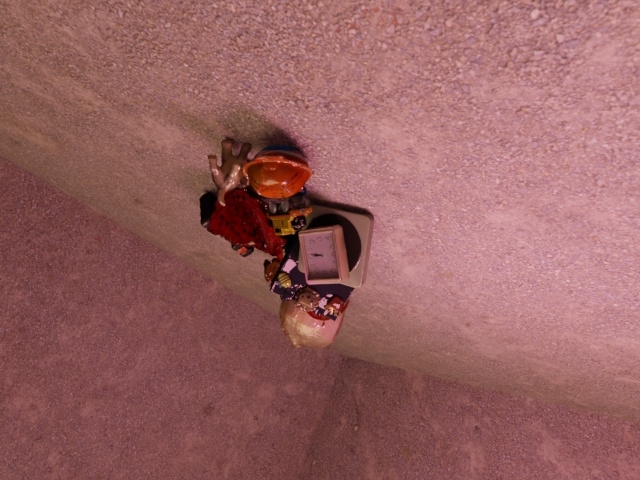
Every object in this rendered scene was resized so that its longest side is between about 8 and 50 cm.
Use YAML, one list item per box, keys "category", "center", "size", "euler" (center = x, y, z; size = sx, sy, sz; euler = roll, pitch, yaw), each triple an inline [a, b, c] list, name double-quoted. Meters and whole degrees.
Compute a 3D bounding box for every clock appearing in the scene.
- category: "clock"
  center: [0.010, 0.049, 1.424]
  size: [0.146, 0.192, 0.071]
  euler: [-5, -173, 29]

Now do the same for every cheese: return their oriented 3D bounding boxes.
- category: "cheese"
  center: [-0.121, -0.192, 1.288]
  size: [0.216, 0.130, 0.329]
  euler: [0, 168, 9]

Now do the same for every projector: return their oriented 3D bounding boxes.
- category: "projector"
  center: [0.053, 0.012, 1.482]
  size: [0.257, 0.259, 0.079]
  euler: [14, -162, 25]

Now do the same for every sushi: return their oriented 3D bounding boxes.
- category: "sushi"
  center: [-0.170, 0.135, 2.108]
  size: [0.296, 0.179, 0.167]
  euler: [-27, 103, 45]

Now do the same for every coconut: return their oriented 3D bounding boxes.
- category: "coconut"
  center: [-0.062, 0.450, 2.419]
  size: [0.404, 0.405, 0.405]
  euler: [21, 158, 9]

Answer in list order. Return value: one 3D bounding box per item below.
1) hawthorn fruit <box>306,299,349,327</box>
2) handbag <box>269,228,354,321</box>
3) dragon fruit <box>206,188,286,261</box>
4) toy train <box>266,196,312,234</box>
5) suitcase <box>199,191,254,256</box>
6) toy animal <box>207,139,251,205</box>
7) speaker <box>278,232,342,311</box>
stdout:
- category: "hawthorn fruit"
  center: [0.023, 0.325, 2.139]
  size: [0.241, 0.272, 0.242]
  euler: [8, 133, 8]
- category: "handbag"
  center: [-0.008, 0.131, 1.647]
  size: [0.303, 0.330, 0.122]
  euler: [27, -178, -10]
- category: "dragon fruit"
  center: [-0.221, -0.065, 1.640]
  size: [0.329, 0.228, 0.286]
  euler: [22, 180, 26]
- category: "toy train"
  center: [-0.107, -0.082, 1.442]
  size: [0.089, 0.127, 0.219]
  euler: [-14, -172, -34]
- category: "suitcase"
  center: [-0.413, -0.068, 1.839]
  size: [0.066, 0.206, 0.285]
  euler: [-35, 131, 13]
- category: "toy animal"
  center: [-0.276, -0.228, 1.348]
  size: [0.121, 0.233, 0.169]
  euler: [11, 117, 5]
- category: "speaker"
  center: [-0.030, 0.132, 1.809]
  size: [0.388, 0.184, 0.180]
  euler: [29, -163, -9]
